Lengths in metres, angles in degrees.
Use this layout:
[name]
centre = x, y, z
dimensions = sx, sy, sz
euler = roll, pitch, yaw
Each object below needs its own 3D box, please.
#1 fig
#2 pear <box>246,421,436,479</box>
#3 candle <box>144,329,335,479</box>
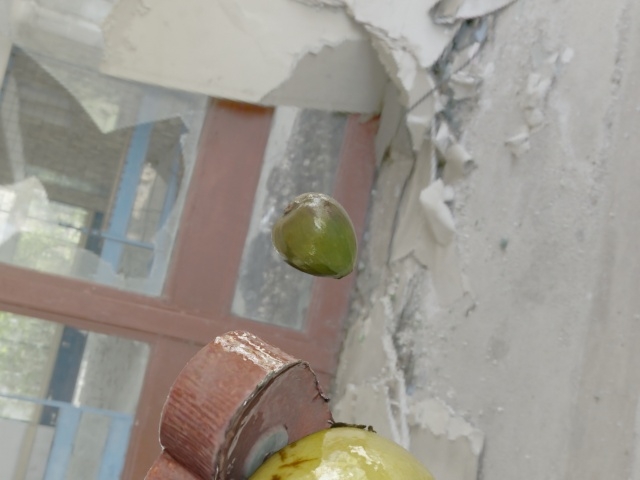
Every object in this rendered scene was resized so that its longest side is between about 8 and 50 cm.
[fig]
centre = 0.000, 0.000, 0.701
dimensions = 0.074, 0.088, 0.074
euler = -41, 12, 11
[pear]
centre = 0.018, 0.364, 0.830
dimensions = 0.309, 0.310, 0.309
euler = -165, 90, -72
[candle]
centre = -0.096, 0.251, 0.960
dimensions = 0.131, 0.287, 0.316
euler = 30, 111, 31
